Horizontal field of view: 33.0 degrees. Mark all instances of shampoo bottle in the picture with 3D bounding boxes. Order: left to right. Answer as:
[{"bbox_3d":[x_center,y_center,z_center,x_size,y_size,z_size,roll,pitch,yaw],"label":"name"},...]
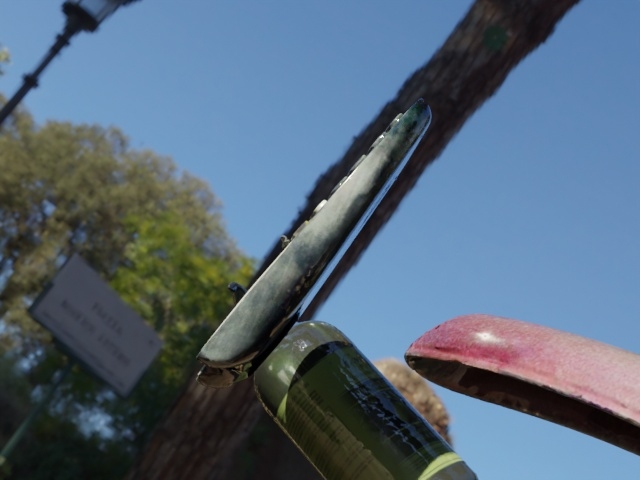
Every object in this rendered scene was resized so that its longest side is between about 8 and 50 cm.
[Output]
[{"bbox_3d":[0.012,0.146,0.961,0.284,0.101,0.101,46,-17,26],"label":"shampoo bottle"}]

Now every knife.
[{"bbox_3d":[0.129,0.080,0.318,0.123,0.053,0.278,46,-9,-37],"label":"knife"}]

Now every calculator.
[{"bbox_3d":[0.000,0.000,0.812,0.040,0.268,0.177,36,-14,3],"label":"calculator"}]
